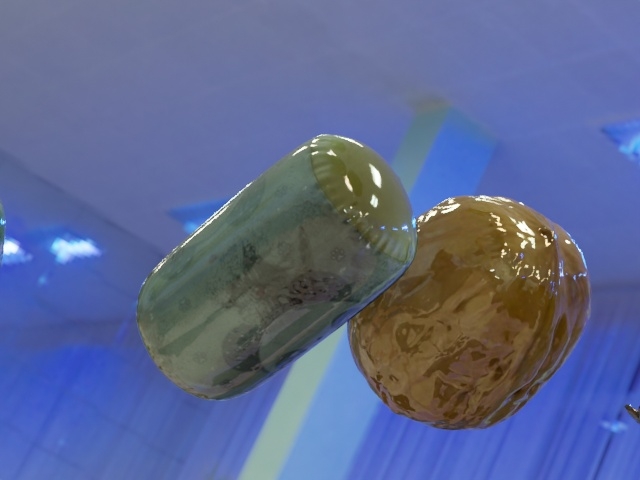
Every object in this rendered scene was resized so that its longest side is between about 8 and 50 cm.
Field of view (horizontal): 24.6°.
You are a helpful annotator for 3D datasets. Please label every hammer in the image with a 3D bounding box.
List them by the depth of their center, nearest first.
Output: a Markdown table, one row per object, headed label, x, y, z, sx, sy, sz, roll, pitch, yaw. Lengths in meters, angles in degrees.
| label | x | y | z | sx | sy | sz | roll | pitch | yaw |
| --- | --- | --- | --- | --- | --- | --- | --- | --- | --- |
| hammer | 0.000 | 0.000 | 1.043 | 0.113 | 0.202 | 0.305 | 54 | 21 | 1 |

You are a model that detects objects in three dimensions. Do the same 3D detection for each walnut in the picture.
| label | x | y | z | sx | sy | sz | roll | pitch | yaw |
| --- | --- | --- | --- | --- | --- | --- | --- | --- | --- |
| walnut | 0.130 | 0.061 | 1.286 | 0.195 | 0.195 | 0.221 | 34 | -59 | -19 |

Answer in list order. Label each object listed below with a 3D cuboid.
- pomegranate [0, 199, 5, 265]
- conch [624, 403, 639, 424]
| label | x | y | z | sx | sy | sz | roll | pitch | yaw |
| --- | --- | --- | --- | --- | --- | --- | --- | --- | --- |
| pomegranate | -0.448 | -0.013 | 1.558 | 0.254 | 0.270 | 0.254 | 9 | -67 | 23 |
| conch | 0.327 | 0.101 | 1.136 | 0.178 | 0.163 | 0.245 | -3 | -20 | -4 |
